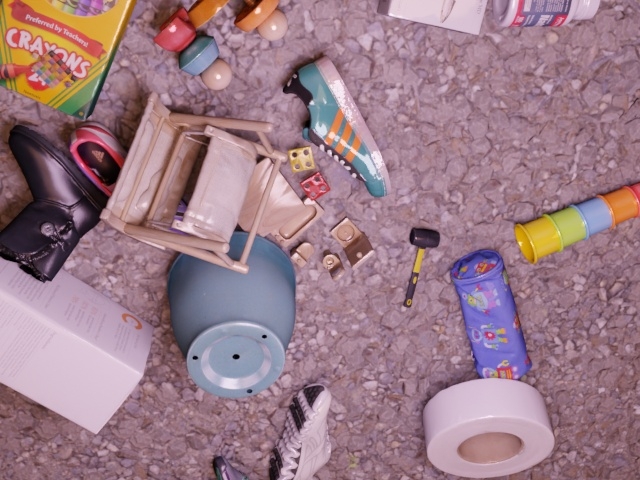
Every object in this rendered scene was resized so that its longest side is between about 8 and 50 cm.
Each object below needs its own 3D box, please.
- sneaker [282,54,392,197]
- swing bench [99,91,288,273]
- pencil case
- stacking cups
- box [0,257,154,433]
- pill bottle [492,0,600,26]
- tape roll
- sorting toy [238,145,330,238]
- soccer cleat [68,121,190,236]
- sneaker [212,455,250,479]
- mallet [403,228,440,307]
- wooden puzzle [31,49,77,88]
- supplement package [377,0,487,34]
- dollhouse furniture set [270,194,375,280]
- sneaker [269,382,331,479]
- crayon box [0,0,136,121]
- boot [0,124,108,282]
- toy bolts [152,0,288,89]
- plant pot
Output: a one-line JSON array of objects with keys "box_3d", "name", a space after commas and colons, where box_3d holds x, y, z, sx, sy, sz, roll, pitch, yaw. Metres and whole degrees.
[{"box_3d": [0.034, -0.205, 1.403, 0.121, 0.108, 0.302, -29, 102, 4], "name": "sneaker"}, {"box_3d": [-0.228, -0.104, 1.307, 0.255, 0.165, 0.253, 16, 76, 12], "name": "swing bench"}, {"box_3d": [0.374, 0.174, 1.571, 0.133, 0.119, 0.306, -8, 115, 28], "name": "pencil case"}, {"box_3d": [0.584, -0.054, 1.531, 0.316, 0.096, 0.096, -23, 111, 0], "name": "stacking cups"}, {"box_3d": [-0.528, 0.186, 1.406, 0.345, 0.215, 0.168, 36, 102, -17], "name": "box"}, {"box_3d": [0.432, -0.464, 1.356, 0.180, 0.108, 0.108, -2, 110, -6], "name": "pill bottle"}, {"box_3d": [0.379, 0.431, 1.613, 0.286, 0.100, 0.286, -1, 135, -1], "name": "tape roll"}, {"box_3d": [-0.113, -0.092, 1.446, 0.274, 0.046, 0.132, -34, 110, 10], "name": "sorting toy"}, {"box_3d": [-0.364, -0.092, 1.380, 0.109, 0.116, 0.318, -39, 109, 7], "name": "soccer cleat"}, {"box_3d": [-0.178, 0.581, 1.678, 0.098, 0.083, 0.223, -28, 117, -19], "name": "sneaker"}, {"box_3d": [0.221, 0.062, 1.558, 0.062, 0.039, 0.189, -1, 114, -10], "name": "mallet"}, {"box_3d": [-0.477, -0.303, 1.262, 0.049, 0.006, 0.083, -38, 110, 7], "name": "wooden puzzle"}, {"box_3d": [0.212, -0.457, 1.331, 0.179, 0.105, 0.105, 8, 107, -11], "name": "supplement package"}, {"box_3d": [0.000, 0.000, 1.456, 0.144, 0.123, 0.151, -41, 109, 8], "name": "dollhouse furniture set"}, {"box_3d": [-0.025, 0.450, 1.632, 0.118, 0.110, 0.292, 12, 116, -19], "name": "sneaker"}, {"box_3d": [-0.459, -0.403, 1.277, 0.202, 0.081, 0.318, 22, 105, -14], "name": "crayon box"}, {"box_3d": [-0.541, -0.065, 1.330, 0.246, 0.094, 0.207, 49, 61, -24], "name": "boot"}, {"box_3d": [-0.174, -0.367, 1.277, 0.228, 0.218, 0.158, -33, 118, 24], "name": "toy bolts"}, {"box_3d": [-0.168, 0.161, 1.397, 0.272, 0.255, 0.271, -4, 122, -7], "name": "plant pot"}]
